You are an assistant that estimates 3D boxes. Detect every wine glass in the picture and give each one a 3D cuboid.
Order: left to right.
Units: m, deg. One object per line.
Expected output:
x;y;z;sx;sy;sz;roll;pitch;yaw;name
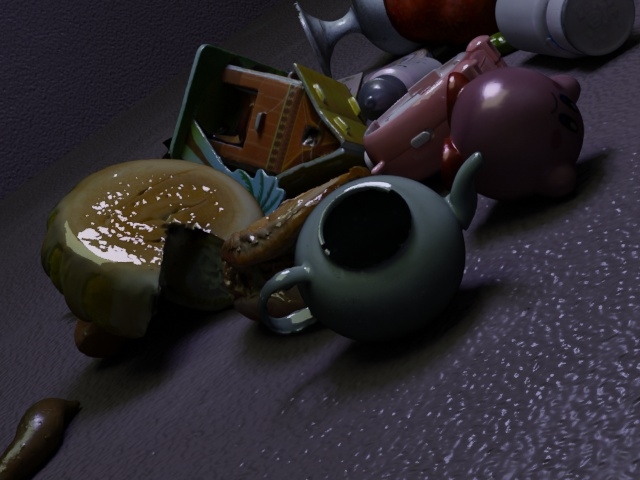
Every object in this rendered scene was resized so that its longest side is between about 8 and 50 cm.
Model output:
0.122;-0.485;2.467;0.323;0.238;0.238;-25;18;7;wine glass

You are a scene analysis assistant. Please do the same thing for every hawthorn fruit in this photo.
0.255;-0.536;2.222;0.287;0.330;0.287;1;7;0;hawthorn fruit

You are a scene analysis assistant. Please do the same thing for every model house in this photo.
-0.040;-0.112;1.893;0.323;0.340;0.300;18;4;37;model house

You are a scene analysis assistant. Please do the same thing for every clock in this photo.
0.174;-0.164;1.685;0.241;0.142;0.227;-33;9;22;clock

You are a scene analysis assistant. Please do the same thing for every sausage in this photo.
-0.297;0.078;1.774;0.109;0.109;0.270;-20;29;29;sausage

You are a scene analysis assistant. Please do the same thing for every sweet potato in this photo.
-0.380;0.269;1.491;0.069;0.059;0.249;-42;11;37;sweet potato

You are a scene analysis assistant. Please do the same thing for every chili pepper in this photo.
0.391;-0.387;2.078;0.201;0.050;0.052;-26;55;8;chili pepper

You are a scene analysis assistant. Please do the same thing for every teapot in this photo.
0.062;0.014;1.274;0.294;0.129;0.193;-30;54;-1;teapot

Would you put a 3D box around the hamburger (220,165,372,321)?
0.000;0.000;1.485;0.286;0.146;0.243;-29;10;24;hamburger

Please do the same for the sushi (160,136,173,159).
-0.220;-0.158;2.246;0.212;0.147;0.115;-34;17;-24;sushi

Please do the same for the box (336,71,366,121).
0.000;-0.239;2.219;0.175;0.062;0.260;-16;20;13;box

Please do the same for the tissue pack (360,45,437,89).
0.152;-0.308;2.206;0.148;0.060;0.109;-24;18;17;tissue pack

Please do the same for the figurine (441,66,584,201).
0.239;-0.130;1.423;0.173;0.173;0.173;-27;18;9;figurine

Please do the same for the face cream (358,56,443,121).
0.132;-0.242;1.894;0.092;0.092;0.311;-22;6;24;face cream

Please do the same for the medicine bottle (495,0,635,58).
0.389;-0.366;1.856;0.143;0.143;0.258;-31;17;-4;medicine bottle

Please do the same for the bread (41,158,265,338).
-0.238;0.011;1.670;0.333;0.160;0.333;7;39;-6;bread
